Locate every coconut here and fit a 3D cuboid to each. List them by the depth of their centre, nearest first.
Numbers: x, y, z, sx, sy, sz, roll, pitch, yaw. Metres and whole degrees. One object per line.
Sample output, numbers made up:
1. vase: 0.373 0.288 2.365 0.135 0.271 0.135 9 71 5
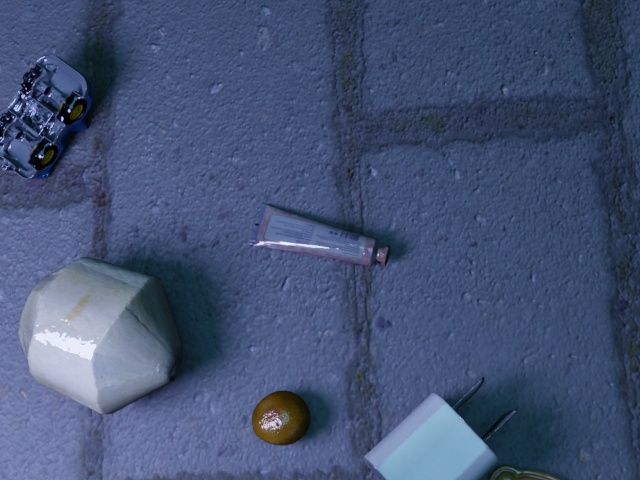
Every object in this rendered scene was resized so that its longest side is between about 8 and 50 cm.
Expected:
1. coconut: -0.296 0.135 1.451 0.222 0.202 0.202 19 77 9

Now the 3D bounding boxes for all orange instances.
1. orange: -0.056 0.252 1.471 0.085 0.085 0.085 -1 75 2

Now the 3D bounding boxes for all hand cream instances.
1. hand cream: 0.000 0.000 1.558 0.209 0.043 0.067 14 74 11

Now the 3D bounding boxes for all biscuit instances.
1. biscuit: 0.295 0.380 1.450 0.140 0.023 0.118 10 75 4

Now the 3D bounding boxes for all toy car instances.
1. toy car: -0.420 -0.183 1.597 0.097 0.100 0.191 36 99 10

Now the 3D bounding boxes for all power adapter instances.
1. power adapter: 0.175 0.278 1.429 0.205 0.125 0.130 -40 76 -9
